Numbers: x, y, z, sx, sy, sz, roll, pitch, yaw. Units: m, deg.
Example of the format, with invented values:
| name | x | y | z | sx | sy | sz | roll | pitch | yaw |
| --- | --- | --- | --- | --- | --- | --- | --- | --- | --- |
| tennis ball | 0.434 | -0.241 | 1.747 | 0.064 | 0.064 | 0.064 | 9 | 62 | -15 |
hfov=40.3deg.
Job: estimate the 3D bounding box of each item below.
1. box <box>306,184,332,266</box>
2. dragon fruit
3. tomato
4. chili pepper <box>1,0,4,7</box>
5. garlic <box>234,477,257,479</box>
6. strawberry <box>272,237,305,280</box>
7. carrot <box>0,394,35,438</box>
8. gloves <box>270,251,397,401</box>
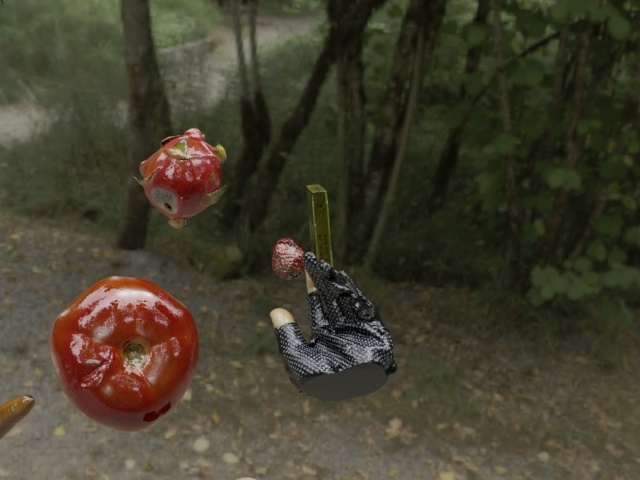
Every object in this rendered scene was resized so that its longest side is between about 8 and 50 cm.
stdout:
| name | x | y | z | sx | sy | sz | roll | pitch | yaw |
| --- | --- | --- | --- | --- | --- | --- | --- | --- | --- |
| box | 0.000 | 0.000 | 1.576 | 0.030 | 0.193 | 0.121 | -6 | 9 | -5 |
| dragon fruit | -0.350 | -0.167 | 2.249 | 0.224 | 0.224 | 0.227 | 16 | 44 | 29 |
| tomato | -0.376 | 0.217 | 1.676 | 0.299 | 0.298 | 0.226 | -2 | -10 | -28 |
| chili pepper | -0.706 | -0.499 | 1.737 | 0.153 | 0.041 | 0.050 | 10 | 56 | -9 |
| garlic | -0.145 | 0.535 | 1.735 | 0.128 | 0.115 | 0.207 | 19 | 16 | -37 |
| strawberry | -0.073 | 0.043 | 1.955 | 0.083 | 0.096 | 0.083 | -7 | 0 | 0 |
| carrot | -0.449 | 0.263 | 1.136 | 0.043 | 0.248 | 0.043 | 40 | 27 | -26 |
| gloves | 0.015 | 0.098 | 1.059 | 0.106 | 0.129 | 0.180 | 26 | 39 | -33 |
